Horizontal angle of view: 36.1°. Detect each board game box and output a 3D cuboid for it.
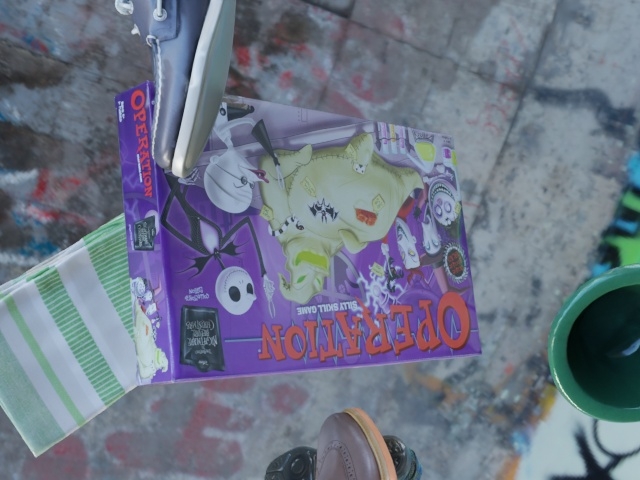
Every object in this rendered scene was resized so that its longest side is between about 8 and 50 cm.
[{"bbox_3d":[0.000,0.000,0.781,0.346,0.056,0.208,2,82,-46],"label":"board game box"}]

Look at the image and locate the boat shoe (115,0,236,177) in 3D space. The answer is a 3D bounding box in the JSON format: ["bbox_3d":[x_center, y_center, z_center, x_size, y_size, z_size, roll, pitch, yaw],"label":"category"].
[{"bbox_3d":[-0.085,-0.142,0.579,0.064,0.075,0.206,10,97,3],"label":"boat shoe"}]

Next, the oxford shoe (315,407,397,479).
[{"bbox_3d":[0.007,0.327,1.097,0.132,0.364,0.130,14,127,-12],"label":"oxford shoe"}]

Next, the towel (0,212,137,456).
[{"bbox_3d":[-0.322,0.121,1.394,0.324,0.038,0.248,-34,117,-21],"label":"towel"}]

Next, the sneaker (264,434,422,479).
[{"bbox_3d":[0.039,0.333,1.368,0.227,0.087,0.130,-17,145,22],"label":"sneaker"}]

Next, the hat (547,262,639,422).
[{"bbox_3d":[0.311,0.079,1.048,0.173,0.183,0.209,-23,114,7],"label":"hat"}]
